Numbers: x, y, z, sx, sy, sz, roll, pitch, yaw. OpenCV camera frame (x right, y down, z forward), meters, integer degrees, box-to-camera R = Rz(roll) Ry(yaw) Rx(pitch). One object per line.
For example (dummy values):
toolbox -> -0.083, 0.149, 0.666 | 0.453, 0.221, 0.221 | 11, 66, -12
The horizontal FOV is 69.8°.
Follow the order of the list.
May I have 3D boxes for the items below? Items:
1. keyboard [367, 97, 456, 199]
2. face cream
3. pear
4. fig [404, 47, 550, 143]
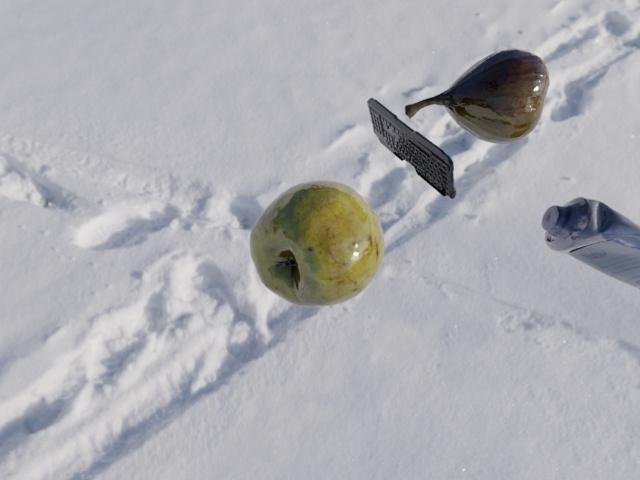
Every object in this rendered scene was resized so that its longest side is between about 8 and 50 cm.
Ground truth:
keyboard -> 0.162, -0.173, 0.844 | 0.016, 0.106, 0.262 | -31, 48, -6
face cream -> 0.739, 0.023, 1.130 | 0.420, 0.235, 0.137 | 24, 68, -7
pear -> 0.000, 0.000, 1.078 | 0.303, 0.304, 0.304 | 4, 54, -5
fig -> 0.349, -0.317, 1.052 | 0.320, 0.217, 0.217 | -10, 56, -11
